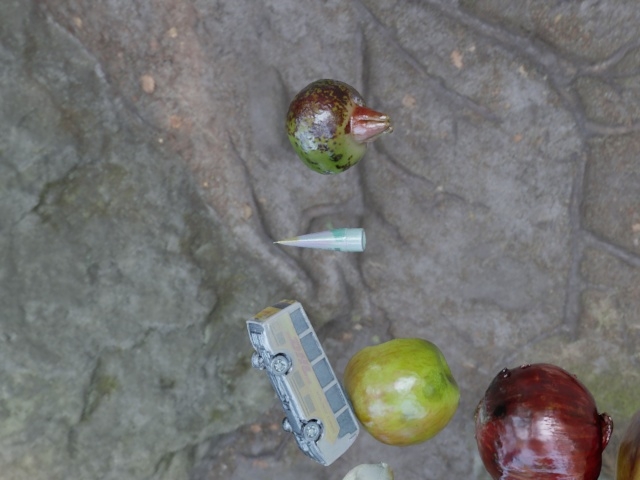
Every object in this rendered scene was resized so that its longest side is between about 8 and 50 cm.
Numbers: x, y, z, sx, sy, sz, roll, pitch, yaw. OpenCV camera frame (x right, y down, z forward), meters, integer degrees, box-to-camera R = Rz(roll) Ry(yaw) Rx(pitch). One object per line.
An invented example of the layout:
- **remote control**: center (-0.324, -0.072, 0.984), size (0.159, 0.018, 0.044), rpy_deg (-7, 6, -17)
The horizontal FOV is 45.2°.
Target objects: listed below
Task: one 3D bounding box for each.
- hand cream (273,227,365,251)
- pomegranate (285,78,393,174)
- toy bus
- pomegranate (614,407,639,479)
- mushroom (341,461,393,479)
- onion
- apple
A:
- **hand cream**: center (0.000, 0.000, 1.524), size (0.174, 0.076, 0.047), rpy_deg (-1, 94, 14)
- **pomegranate**: center (0.046, -0.249, 1.678), size (0.248, 0.214, 0.214), rpy_deg (5, 130, 37)
- **toy bus**: center (-0.039, 0.295, 1.604), size (0.097, 0.138, 0.343), rpy_deg (-4, 115, 59)
- **pomegranate**: center (0.428, 0.274, 0.722), size (0.319, 0.319, 0.319), rpy_deg (20, 137, 20)
- **mushroom**: center (-0.001, 0.280, 0.699), size (0.059, 0.202, 0.054), rpy_deg (24, -161, -46)
- **onion**: center (0.201, 0.173, 0.696), size (0.131, 0.131, 0.131), rpy_deg (20, 137, 20)
- **apple**: center (0.184, 0.322, 1.696), size (0.226, 0.246, 0.246), rpy_deg (-38, 103, 20)
